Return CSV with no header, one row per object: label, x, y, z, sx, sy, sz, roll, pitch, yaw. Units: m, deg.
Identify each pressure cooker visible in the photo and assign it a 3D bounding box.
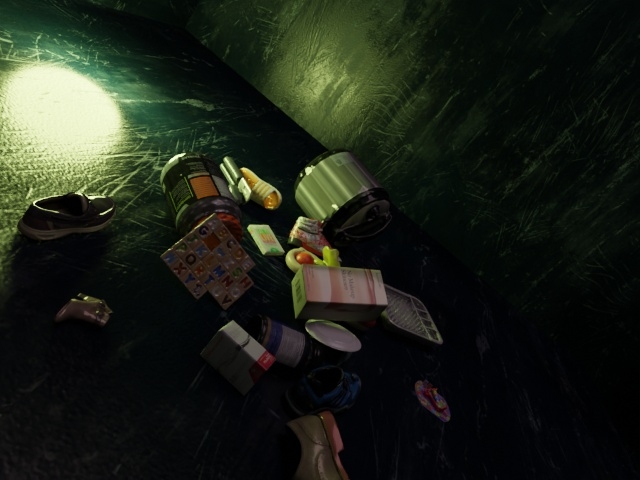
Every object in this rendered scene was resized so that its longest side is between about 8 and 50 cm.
pressure cooker,0.117,-0.166,2.088,0.420,0.370,0.375,52,5,22

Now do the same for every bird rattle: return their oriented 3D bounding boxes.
bird rattle,-0.045,0.112,1.735,0.207,0.143,0.253,33,34,13

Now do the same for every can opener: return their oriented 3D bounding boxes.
can opener,-0.368,-0.260,1.923,0.093,0.074,0.280,15,33,-44

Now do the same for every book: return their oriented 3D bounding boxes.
book,-0.213,0.001,1.743,0.096,0.035,0.144,3,43,-49

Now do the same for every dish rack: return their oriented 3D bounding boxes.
dish rack,0.359,0.327,1.959,0.332,0.072,0.286,26,27,-29

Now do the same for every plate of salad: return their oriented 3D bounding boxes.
plate of salad,0.039,0.320,1.494,0.199,0.048,0.200,20,13,-5

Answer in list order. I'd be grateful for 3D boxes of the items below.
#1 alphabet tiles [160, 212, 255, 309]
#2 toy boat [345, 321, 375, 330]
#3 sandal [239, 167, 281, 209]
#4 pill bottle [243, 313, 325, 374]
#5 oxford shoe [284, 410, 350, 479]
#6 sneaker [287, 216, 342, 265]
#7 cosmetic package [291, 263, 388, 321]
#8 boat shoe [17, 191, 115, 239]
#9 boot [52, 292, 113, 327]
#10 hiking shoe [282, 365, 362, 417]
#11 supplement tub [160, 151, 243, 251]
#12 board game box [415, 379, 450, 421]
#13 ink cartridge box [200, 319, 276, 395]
alphabet tiles,-0.305,0.074,1.295,0.237,0.198,0.009,54,-26,-17
toy boat,0.153,0.230,1.718,0.151,0.151,0.231,29,25,-22
sandal,-0.286,-0.221,1.961,0.265,0.102,0.076,38,23,19
pill bottle,-0.101,0.297,1.248,0.219,0.123,0.123,28,25,-26
oxford shoe,0.001,0.556,0.989,0.130,0.123,0.348,-1,40,-19
sneaker,0.000,0.000,1.899,0.270,0.145,0.090,26,-14,-25
cosmetic package,0.063,0.182,1.543,0.296,0.129,0.153,5,53,-22
boat shoe,-0.632,-0.078,1.165,0.103,0.092,0.285,42,23,6
boot,-0.509,0.162,0.981,0.087,0.042,0.118,37,23,-11
hiking shoe,0.041,0.407,1.248,0.304,0.132,0.113,6,40,-53
supplement tub,-0.383,-0.115,1.464,0.207,0.207,0.338,15,33,-45
board game box,0.419,0.576,1.643,0.168,0.033,0.133,38,23,-3
ink cartridge box,-0.205,0.289,1.120,0.150,0.109,0.063,42,24,4
